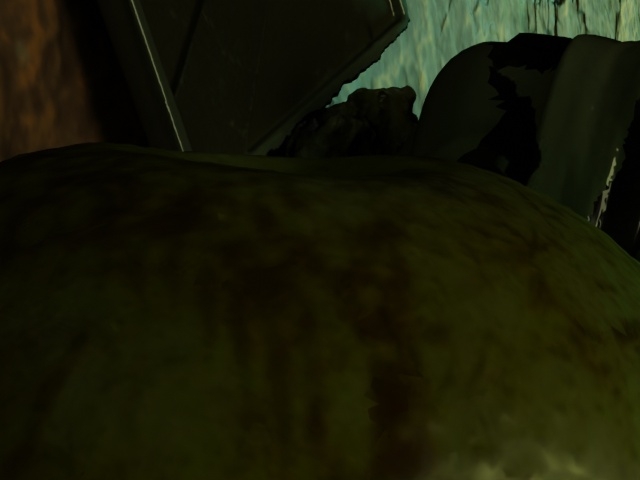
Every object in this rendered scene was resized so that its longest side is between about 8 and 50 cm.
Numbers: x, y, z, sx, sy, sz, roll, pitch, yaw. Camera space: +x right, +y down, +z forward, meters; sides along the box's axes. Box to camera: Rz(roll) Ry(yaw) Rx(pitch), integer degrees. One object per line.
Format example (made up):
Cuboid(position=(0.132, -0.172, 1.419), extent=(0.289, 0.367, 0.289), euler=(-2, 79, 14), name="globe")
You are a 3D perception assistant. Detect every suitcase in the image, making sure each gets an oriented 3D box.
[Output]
Cuboid(position=(0.099, 0.077, 0.773), extent=(0.339, 0.194, 0.351), euler=(-8, 110, -73), name="suitcase")

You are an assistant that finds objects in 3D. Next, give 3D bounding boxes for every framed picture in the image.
Cuboid(position=(-0.032, -0.142, 0.737), extent=(0.265, 0.018, 0.192), euler=(-47, 122, -60), name="framed picture")

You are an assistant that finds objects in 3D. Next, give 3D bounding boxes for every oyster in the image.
Cuboid(position=(-0.003, -0.001, 0.777), extent=(0.108, 0.053, 0.165), euler=(35, 61, -49), name="oyster")

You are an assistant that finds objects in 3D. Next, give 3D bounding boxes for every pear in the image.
Cuboid(position=(-0.016, 0.106, 0.468), extent=(0.283, 0.283, 0.283), euler=(-3, 90, -67), name="pear")
